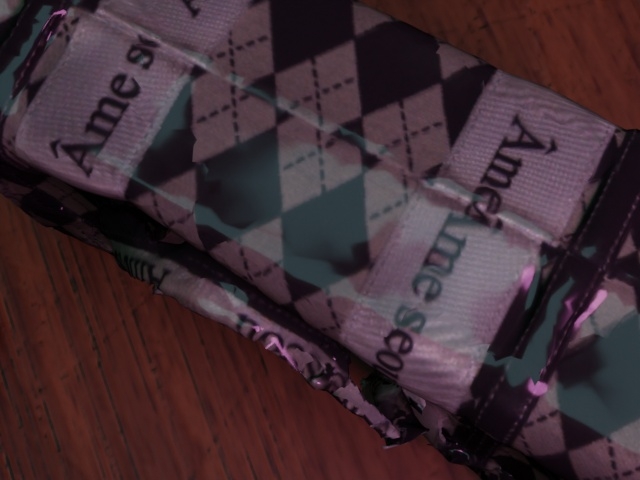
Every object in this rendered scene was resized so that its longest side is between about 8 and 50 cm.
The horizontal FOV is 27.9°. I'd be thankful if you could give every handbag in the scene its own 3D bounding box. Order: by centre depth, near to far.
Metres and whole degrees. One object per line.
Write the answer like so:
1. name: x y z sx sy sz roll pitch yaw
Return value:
1. handbag: 0.000 0.000 0.670 0.416 0.316 0.180 28 74 9
